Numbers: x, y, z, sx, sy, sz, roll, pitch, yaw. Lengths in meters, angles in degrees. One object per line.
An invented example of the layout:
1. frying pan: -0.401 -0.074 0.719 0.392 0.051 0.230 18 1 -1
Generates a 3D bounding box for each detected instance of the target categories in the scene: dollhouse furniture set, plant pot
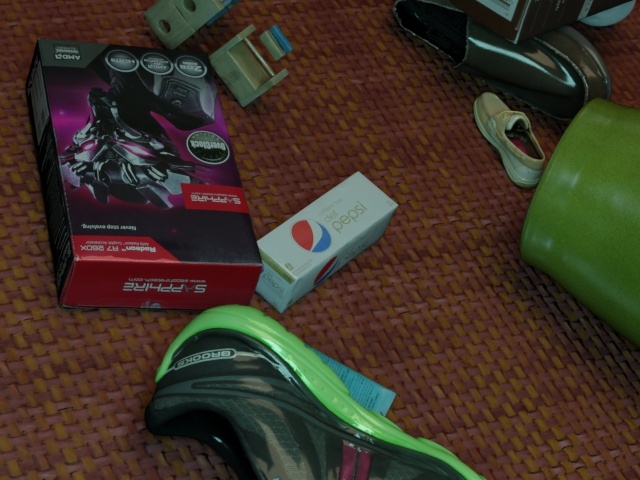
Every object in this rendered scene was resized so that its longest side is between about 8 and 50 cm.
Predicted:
1. dollhouse furniture set: -0.120 -0.286 2.146 0.184 0.129 0.129 54 45 -6
2. plant pot: 0.456 -0.008 1.998 0.353 0.366 0.366 25 43 17

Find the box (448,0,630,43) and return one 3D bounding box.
1. box: 0.369 -0.428 2.252 0.143 0.191 0.381 37 42 26

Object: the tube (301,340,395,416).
1. tube: -0.012 0.153 1.823 0.207 0.052 0.080 30 49 -3

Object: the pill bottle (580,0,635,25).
1. pill bottle: 0.449 -0.440 2.529 0.108 0.108 0.180 15 45 -10

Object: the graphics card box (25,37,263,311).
1. graphics card box: -0.221 -0.084 1.914 0.232 0.094 0.371 2 48 -22

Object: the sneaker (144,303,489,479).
1. sneaker: 0.016 0.273 1.662 0.483 0.185 0.202 35 63 14

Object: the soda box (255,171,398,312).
1. soda box: 0.000 0.000 1.951 0.074 0.069 0.216 40 47 15

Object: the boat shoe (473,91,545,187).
1. boat shoe: 0.273 -0.154 2.221 0.063 0.059 0.170 -8 53 -29

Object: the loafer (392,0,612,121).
1. loafer: 0.251 -0.272 2.286 0.366 0.134 0.130 33 48 21
